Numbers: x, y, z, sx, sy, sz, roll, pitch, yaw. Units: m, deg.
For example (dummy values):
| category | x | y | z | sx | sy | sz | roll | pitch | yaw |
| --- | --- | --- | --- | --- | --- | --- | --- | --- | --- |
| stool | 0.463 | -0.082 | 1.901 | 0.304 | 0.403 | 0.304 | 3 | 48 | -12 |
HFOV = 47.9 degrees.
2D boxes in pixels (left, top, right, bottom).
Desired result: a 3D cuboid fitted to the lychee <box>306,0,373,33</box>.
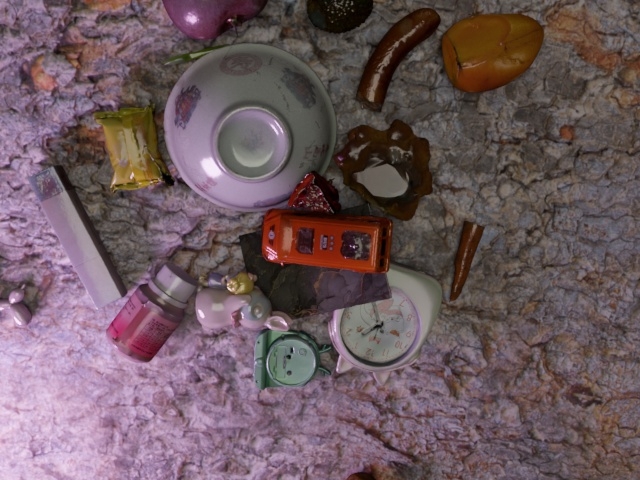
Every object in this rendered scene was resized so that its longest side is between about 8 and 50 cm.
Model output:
| category | x | y | z | sx | sy | sz | roll | pitch | yaw |
| --- | --- | --- | --- | --- | --- | --- | --- | --- | --- |
| lychee | 0.052 | -0.589 | 1.764 | 0.171 | 0.171 | 0.171 | 0 | 97 | -3 |

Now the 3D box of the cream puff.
| category | x | y | z | sx | sy | sz | roll | pitch | yaw |
| --- | --- | --- | --- | --- | --- | --- | --- | --- | --- |
| cream puff | 0.172 | -0.174 | 1.812 | 0.241 | 0.155 | 0.269 | -21 | 99 | 4 |

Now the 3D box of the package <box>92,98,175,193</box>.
| category | x | y | z | sx | sy | sz | roll | pitch | yaw |
| --- | --- | --- | --- | --- | --- | --- | --- | --- | --- |
| package | -0.466 | -0.232 | 1.805 | 0.168 | 0.090 | 0.226 | -10 | 100 | -5 |

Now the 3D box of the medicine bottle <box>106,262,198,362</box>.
| category | x | y | z | sx | sy | sz | roll | pitch | yaw |
| --- | --- | --- | --- | --- | --- | --- | --- | --- | --- |
| medicine bottle | -0.424 | 0.182 | 1.830 | 0.147 | 0.147 | 0.247 | 38 | 93 | -7 |

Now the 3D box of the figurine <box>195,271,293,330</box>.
| category | x | y | z | sx | sy | sz | roll | pitch | yaw |
| --- | --- | --- | --- | --- | --- | --- | --- | --- | --- |
| figurine | -0.190 | 0.157 | 1.831 | 0.236 | 0.127 | 0.155 | 1 | 89 | 9 |

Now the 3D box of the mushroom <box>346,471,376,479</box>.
| category | x | y | z | sx | sy | sz | roll | pitch | yaw |
| --- | --- | --- | --- | --- | --- | --- | --- | --- | --- |
| mushroom | 0.113 | 0.670 | 1.956 | 0.088 | 0.072 | 0.129 | -1 | 135 | 0 |

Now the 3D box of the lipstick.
| category | x | y | z | sx | sy | sz | roll | pitch | yaw |
| --- | --- | --- | --- | --- | --- | --- | --- | --- | --- |
| lipstick | -0.613 | -0.008 | 1.830 | 0.080 | 0.076 | 0.371 | -26 | 98 | 0 |

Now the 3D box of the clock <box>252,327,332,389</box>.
| category | x | y | z | sx | sy | sz | roll | pitch | yaw |
| --- | --- | --- | --- | --- | --- | --- | --- | --- | --- |
| clock | -0.072 | 0.314 | 1.903 | 0.211 | 0.066 | 0.159 | 0 | 98 | -4 |

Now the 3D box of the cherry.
| category | x | y | z | sx | sy | sz | roll | pitch | yaw |
| --- | --- | --- | --- | --- | --- | --- | --- | --- | --- |
| cherry | -0.259 | -0.620 | 1.710 | 0.261 | 0.221 | 0.307 | -29 | 79 | -2 |

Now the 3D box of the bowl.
| category | x | y | z | sx | sy | sz | roll | pitch | yaw |
| --- | --- | --- | --- | --- | --- | --- | --- | --- | --- |
| bowl | -0.166 | -0.248 | 1.726 | 0.435 | 0.196 | 0.434 | -2 | 108 | -5 |

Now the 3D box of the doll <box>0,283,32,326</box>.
| category | x | y | z | sx | sy | sz | roll | pitch | yaw |
| --- | --- | --- | --- | --- | --- | --- | --- | --- | --- |
| doll | -0.831 | 0.151 | 1.847 | 0.161 | 0.059 | 0.160 | -7 | 97 | -2 |

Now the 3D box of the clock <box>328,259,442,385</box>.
| category | x | y | z | sx | sy | sz | roll | pitch | yaw |
| --- | --- | --- | --- | --- | --- | --- | --- | --- | --- |
| clock | 0.151 | 0.209 | 1.881 | 0.265 | 0.108 | 0.324 | 19 | 96 | -6 |

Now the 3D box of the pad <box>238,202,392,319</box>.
| category | x | y | z | sx | sy | sz | roll | pitch | yaw |
| --- | --- | --- | --- | --- | --- | --- | --- | --- | --- |
| pad | -0.021 | 0.067 | 1.830 | 0.368 | 0.007 | 0.247 | -13 | 89 | 18 |

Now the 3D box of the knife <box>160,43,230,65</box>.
| category | x | y | z | sx | sy | sz | roll | pitch | yaw |
| --- | --- | --- | --- | --- | --- | --- | --- | --- | --- |
| knife | -0.314 | -0.467 | 1.818 | 0.184 | 0.026 | 0.022 | -15 | 112 | -5 |

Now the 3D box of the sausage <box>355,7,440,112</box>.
| category | x | y | z | sx | sy | sz | roll | pitch | yaw |
| --- | --- | --- | --- | --- | --- | --- | --- | --- | --- |
| sausage | 0.186 | -0.465 | 1.819 | 0.103 | 0.076 | 0.302 | 33 | 95 | -14 |

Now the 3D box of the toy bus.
| category | x | y | z | sx | sy | sz | roll | pitch | yaw |
| --- | --- | --- | --- | --- | --- | --- | --- | --- | --- |
| toy bus | 0.000 | 0.000 | 1.737 | 0.329 | 0.153 | 0.143 | 7 | 94 | 19 |

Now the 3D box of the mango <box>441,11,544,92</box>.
| category | x | y | z | sx | sy | sz | roll | pitch | yaw |
| --- | --- | --- | --- | --- | --- | --- | --- | --- | --- |
| mango | 0.441 | -0.474 | 1.804 | 0.257 | 0.138 | 0.187 | -11 | 79 | -5 |

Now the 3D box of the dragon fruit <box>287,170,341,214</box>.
| category | x | y | z | sx | sy | sz | roll | pitch | yaw |
| --- | --- | --- | --- | --- | --- | --- | --- | --- | --- |
| dragon fruit | 0.012 | -0.121 | 1.768 | 0.122 | 0.192 | 0.092 | 13 | 98 | 20 |

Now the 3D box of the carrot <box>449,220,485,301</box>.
| category | x | y | z | sx | sy | sz | roll | pitch | yaw |
| --- | --- | --- | --- | --- | --- | --- | --- | --- | --- |
| carrot | 0.381 | 0.060 | 1.906 | 0.057 | 0.057 | 0.224 | 12 | 99 | -4 |
